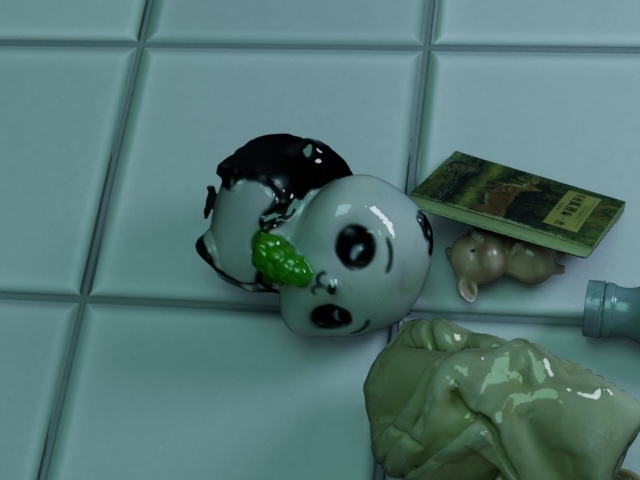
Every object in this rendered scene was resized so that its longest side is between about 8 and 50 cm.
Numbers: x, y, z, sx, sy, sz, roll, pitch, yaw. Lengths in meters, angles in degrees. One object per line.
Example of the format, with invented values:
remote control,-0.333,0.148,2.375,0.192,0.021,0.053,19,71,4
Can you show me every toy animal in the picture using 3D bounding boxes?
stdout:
toy animal,0.220,0.022,1.803,0.150,0.083,0.089,-2,104,13
toy animal,-0.005,0.002,1.776,0.266,0.212,0.212,34,70,32

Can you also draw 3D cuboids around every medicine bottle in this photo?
medicine bottle,0.411,0.089,1.719,0.216,0.090,0.090,6,61,14

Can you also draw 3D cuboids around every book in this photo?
book,0.240,-0.046,1.820,0.228,0.024,0.160,17,28,19

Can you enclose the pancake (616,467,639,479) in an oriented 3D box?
pancake,0.313,0.311,1.646,0.139,0.022,0.140,-5,60,8

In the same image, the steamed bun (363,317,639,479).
steamed bun,0.172,0.212,1.597,0.289,0.276,0.203,24,77,9
